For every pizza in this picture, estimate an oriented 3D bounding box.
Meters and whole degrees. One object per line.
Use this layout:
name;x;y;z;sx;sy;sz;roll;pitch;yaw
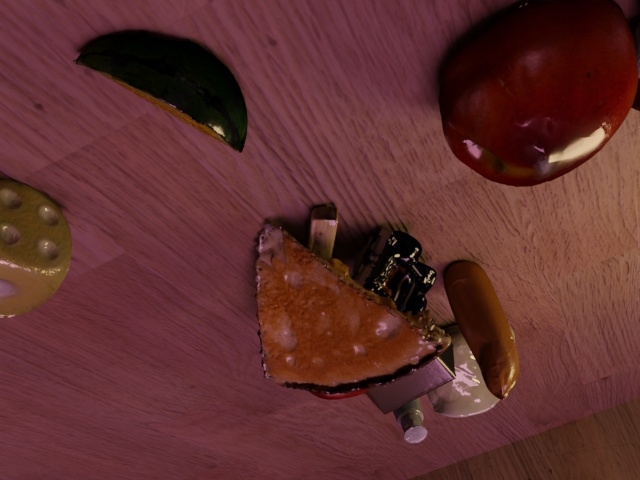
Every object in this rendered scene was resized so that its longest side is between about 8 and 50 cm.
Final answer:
pizza;0.008;0.203;1.427;0.080;0.435;0.392;-43;165;-53

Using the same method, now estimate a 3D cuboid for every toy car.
toy car;0.164;0.109;1.518;0.118;0.193;0.301;20;164;30

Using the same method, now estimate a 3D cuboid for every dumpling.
dumpling;0.421;0.364;1.904;0.318;0.243;0.187;-31;148;12

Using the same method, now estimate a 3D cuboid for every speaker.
speaker;0.223;0.322;1.795;0.231;0.153;0.192;-34;108;22

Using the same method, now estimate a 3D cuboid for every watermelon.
watermelon;-0.206;-0.212;0.993;0.129;0.123;0.301;-16;150;41

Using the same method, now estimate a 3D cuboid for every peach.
peach;0.361;-0.255;1.092;0.338;0.281;0.281;-52;144;-9

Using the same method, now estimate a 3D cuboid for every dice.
dice;-0.531;0.016;1.112;0.169;0.169;0.166;-31;142;23

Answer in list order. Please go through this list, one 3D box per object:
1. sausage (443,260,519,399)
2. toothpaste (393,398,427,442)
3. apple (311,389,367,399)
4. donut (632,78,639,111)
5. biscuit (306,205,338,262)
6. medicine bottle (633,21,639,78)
sausage;0.389;0.212;1.579;0.116;0.354;0.134;-6;143;-12
toothpaste;0.233;0.440;1.904;0.114;0.299;0.073;-18;122;3
apple;0.040;0.266;1.645;0.260;0.216;0.260;-6;144;-4
donut;0.597;-0.257;1.179;0.184;0.166;0.073;-36;146;-62
biscuit;0.000;0.000;1.401;0.056;0.052;0.188;7;142;-3
medicine bottle;0.588;-0.387;0.993;0.158;0.158;0.318;-10;145;-8
